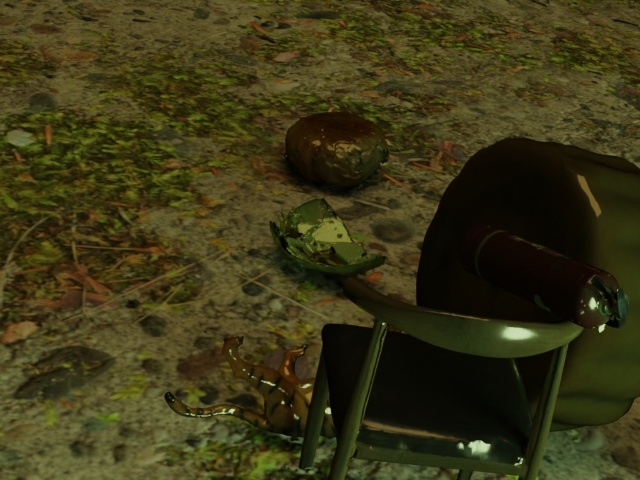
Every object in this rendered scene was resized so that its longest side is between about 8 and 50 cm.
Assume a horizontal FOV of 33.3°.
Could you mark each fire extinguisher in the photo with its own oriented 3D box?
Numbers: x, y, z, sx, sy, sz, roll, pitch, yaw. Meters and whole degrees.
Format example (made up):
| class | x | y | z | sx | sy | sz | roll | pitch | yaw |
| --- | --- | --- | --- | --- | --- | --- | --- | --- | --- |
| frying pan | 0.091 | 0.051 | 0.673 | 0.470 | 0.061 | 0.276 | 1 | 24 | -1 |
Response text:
| class | x | y | z | sx | sy | sz | roll | pitch | yaw |
| --- | --- | --- | --- | --- | --- | --- | --- | --- | --- |
| fire extinguisher | 0.165 | 0.029 | 0.770 | 0.043 | 0.064 | 0.158 | -46 | 36 | -11 |

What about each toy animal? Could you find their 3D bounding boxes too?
| class | x | y | z | sx | sy | sz | roll | pitch | yaw |
| --- | --- | --- | --- | --- | --- | --- | --- | --- | --- |
| toy animal | -0.022 | 0.148 | 1.003 | 0.255 | 0.114 | 0.116 | -4 | 74 | -18 |

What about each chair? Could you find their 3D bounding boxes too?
| class | x | y | z | sx | sy | sz | roll | pitch | yaw |
| --- | --- | --- | --- | --- | --- | --- | --- | --- | --- |
| chair | 0.087 | 0.133 | 0.861 | 0.188 | 0.272 | 0.166 | 8 | 29 | -7 |

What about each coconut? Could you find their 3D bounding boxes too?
| class | x | y | z | sx | sy | sz | roll | pitch | yaw |
| --- | --- | --- | --- | --- | --- | --- | --- | --- | --- |
| coconut | 0.001 | 0.003 | 1.294 | 0.133 | 0.055 | 0.158 | 0 | 29 | -18 |

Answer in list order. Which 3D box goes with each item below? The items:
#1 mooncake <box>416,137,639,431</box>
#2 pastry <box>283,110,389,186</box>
| class | x | y | z | sx | sy | sz | roll | pitch | yaw |
| --- | --- | --- | --- | --- | --- | --- | --- | --- | --- |
| mooncake | 0.228 | 0.047 | 1.065 | 0.161 | 0.290 | 0.290 | 7 | 27 | -29 |
| pastry | 0.021 | -0.131 | 1.521 | 0.153 | 0.081 | 0.153 | 9 | 33 | -6 |
